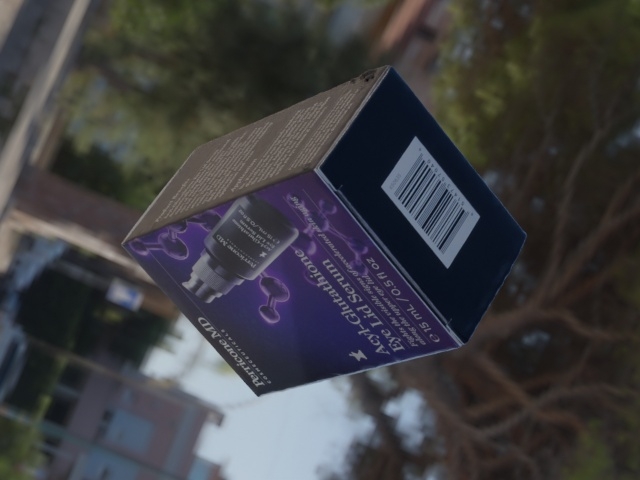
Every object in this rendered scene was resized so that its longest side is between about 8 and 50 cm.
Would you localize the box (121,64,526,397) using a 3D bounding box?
[{"bbox_3d":[0.000,0.000,1.132,0.207,0.153,0.108,-21,-153,47],"label":"box"}]
